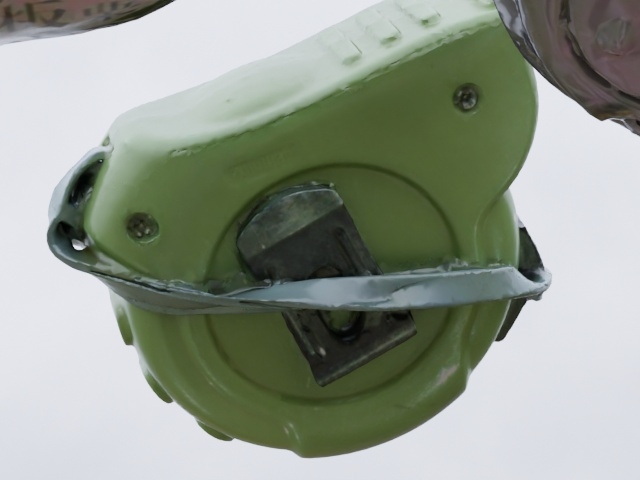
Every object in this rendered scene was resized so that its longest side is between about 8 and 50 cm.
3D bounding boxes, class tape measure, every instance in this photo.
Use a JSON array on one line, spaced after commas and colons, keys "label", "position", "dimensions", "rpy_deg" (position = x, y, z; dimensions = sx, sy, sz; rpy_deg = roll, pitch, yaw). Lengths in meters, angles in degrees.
[{"label": "tape measure", "position": [0.000, 0.000, 0.741], "dimensions": [0.200, 0.106, 0.175], "rpy_deg": [-23, -67, -7]}]

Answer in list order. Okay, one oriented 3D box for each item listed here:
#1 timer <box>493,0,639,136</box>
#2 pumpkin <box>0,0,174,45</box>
[{"label": "timer", "position": [0.150, -0.083, 0.410], "dimensions": [0.208, 0.069, 0.191], "rpy_deg": [15, -44, -15]}, {"label": "pumpkin", "position": [-0.095, -0.168, 0.383], "dimensions": [0.260, 0.260, 0.189], "rpy_deg": [-5, -4, -10]}]
